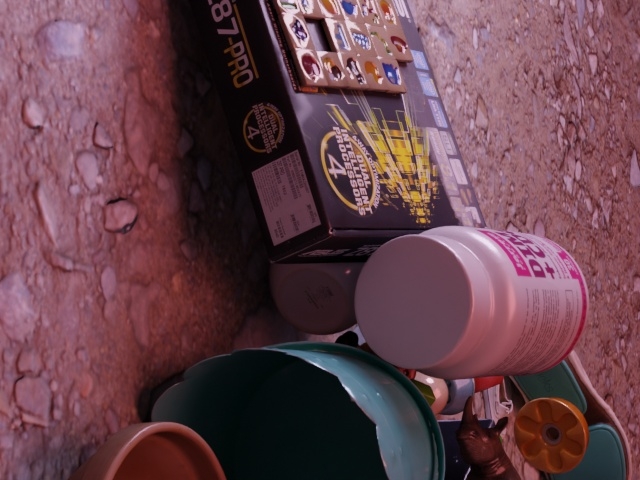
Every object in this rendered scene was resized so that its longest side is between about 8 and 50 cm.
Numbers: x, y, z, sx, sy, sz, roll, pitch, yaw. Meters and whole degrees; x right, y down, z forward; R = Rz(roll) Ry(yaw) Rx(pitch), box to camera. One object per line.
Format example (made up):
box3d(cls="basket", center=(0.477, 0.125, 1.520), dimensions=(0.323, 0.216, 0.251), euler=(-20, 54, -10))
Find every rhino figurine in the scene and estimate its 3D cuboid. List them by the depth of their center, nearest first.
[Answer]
box3d(cls="rhino figurine", center=(0.187, 0.285, 1.895), dimensions=(0.106, 0.073, 0.243), euler=(-29, 108, -55))

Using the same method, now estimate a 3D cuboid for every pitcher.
box3d(cls="pitcher", center=(0.000, 0.000, 1.939), dimensions=(0.178, 0.125, 0.207), euler=(52, 27, -13))

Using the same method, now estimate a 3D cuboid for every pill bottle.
box3d(cls="pill bottle", center=(0.161, 0.066, 1.818), dimensions=(0.283, 0.160, 0.160), euler=(4, 82, -60))

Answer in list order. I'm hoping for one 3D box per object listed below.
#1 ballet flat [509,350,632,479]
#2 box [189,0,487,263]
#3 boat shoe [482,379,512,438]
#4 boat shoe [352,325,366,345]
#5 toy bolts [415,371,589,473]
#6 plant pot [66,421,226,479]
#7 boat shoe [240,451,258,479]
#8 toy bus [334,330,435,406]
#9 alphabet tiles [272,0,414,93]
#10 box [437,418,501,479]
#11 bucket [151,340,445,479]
box3d(cls="ballet flat", center=(0.372, 0.250, 2.590), dimensions=(0.400, 0.139, 0.139), euler=(62, 35, -34))
box3d(cls="box", center=(0.009, -0.170, 1.860), dimensions=(0.318, 0.097, 0.395), euler=(3, 66, -57))
box3d(cls="boat shoe", center=(0.255, 0.236, 2.447), dimensions=(0.035, 0.035, 0.100), euler=(-25, 107, -61))
box3d(cls="boat shoe", center=(0.079, 0.133, 2.100), dimensions=(0.183, 0.065, 0.083), euler=(-58, 133, -51))
box3d(cls="toy bolts", center=(0.202, 0.239, 2.198), dimensions=(0.158, 0.218, 0.228), euler=(-22, 86, -55))
box3d(cls="plant pot", center=(-0.178, 0.282, 1.540), dimensions=(0.237, 0.110, 0.237), euler=(18, 69, -59))
box3d(cls="boat shoe", center=(-0.052, 0.282, 1.855), dimensions=(0.042, 0.049, 0.133), euler=(-117, -178, -73))
box3d(cls="toy bus", center=(0.025, 0.169, 1.894), dimensions=(0.104, 0.191, 0.202), euler=(25, 36, -24))
box3d(cls="alphabet tiles", center=(0.017, -0.249, 1.830), dimensions=(0.237, 0.009, 0.198), euler=(-3, 70, -57))
box3d(cls="box", center=(0.117, 0.431, 1.998), dimensions=(0.343, 0.179, 0.312), euler=(-55, 133, -50))
box3d(cls="bucket", center=(-0.019, 0.232, 1.696), dimensions=(0.183, 0.281, 0.281), euler=(-4, 88, -66))
